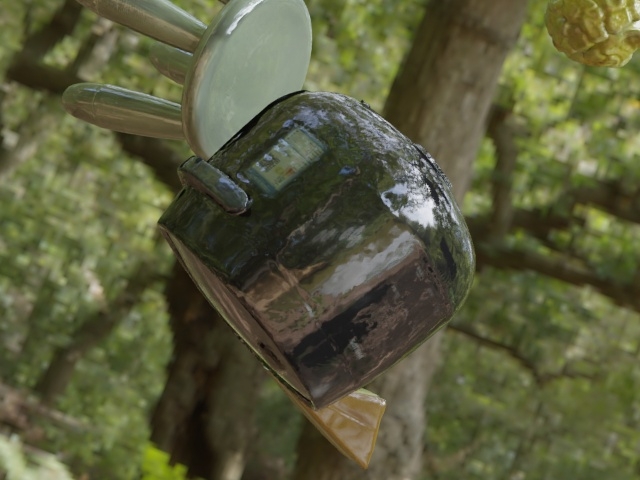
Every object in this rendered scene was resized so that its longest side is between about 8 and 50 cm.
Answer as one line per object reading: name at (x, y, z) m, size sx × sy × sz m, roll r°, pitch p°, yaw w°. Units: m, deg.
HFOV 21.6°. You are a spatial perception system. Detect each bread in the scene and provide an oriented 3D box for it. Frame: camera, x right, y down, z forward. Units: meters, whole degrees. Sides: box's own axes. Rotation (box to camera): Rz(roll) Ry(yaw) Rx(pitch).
bread at (-0.006, 0.200, 1.917) m, size 0.139 × 0.084 × 0.074 m, roll 16°, pitch 2°, yaw -20°

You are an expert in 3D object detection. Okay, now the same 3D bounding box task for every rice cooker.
rice cooker at (0.000, 0.000, 1.517) m, size 0.267 × 0.224 × 0.267 m, roll 47°, pitch -9°, yaw 10°

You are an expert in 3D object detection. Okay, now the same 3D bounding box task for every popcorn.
popcorn at (0.329, -0.273, 1.972) m, size 0.141 × 0.135 × 0.162 m, roll -16°, pitch -71°, yaw 37°

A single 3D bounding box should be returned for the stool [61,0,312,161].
stool at (-0.138, -0.202, 1.725) m, size 0.198 × 0.195 × 0.195 m, roll 29°, pitch -49°, yaw 26°
